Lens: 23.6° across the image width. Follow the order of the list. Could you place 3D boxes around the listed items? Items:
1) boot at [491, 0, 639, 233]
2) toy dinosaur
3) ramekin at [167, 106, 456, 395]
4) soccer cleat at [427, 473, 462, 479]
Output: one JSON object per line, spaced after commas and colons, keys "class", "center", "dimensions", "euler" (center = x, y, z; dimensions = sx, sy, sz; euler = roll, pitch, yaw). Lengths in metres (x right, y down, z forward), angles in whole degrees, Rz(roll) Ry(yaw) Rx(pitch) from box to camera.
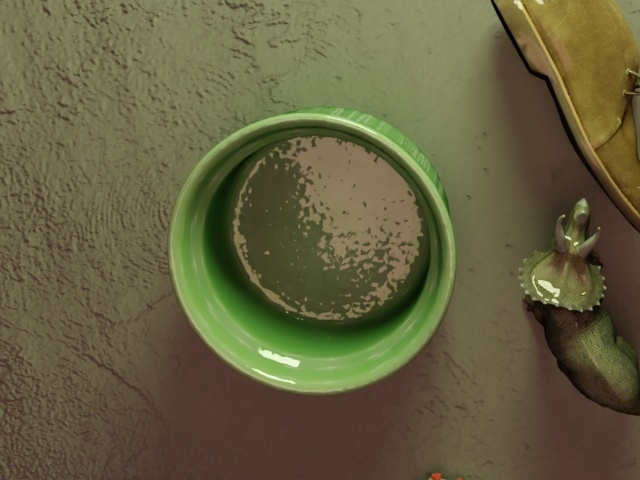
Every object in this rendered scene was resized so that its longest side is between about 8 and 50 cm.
{"class": "boot", "center": [0.297, -0.144, 1.583], "dimensions": [0.115, 0.112, 0.305], "euler": [-29, 97, 5]}
{"class": "toy dinosaur", "center": [0.284, 0.109, 1.621], "dimensions": [0.121, 0.160, 0.313], "euler": [-20, 100, 14]}
{"class": "ramekin", "center": [0.000, 0.000, 1.644], "dimensions": [0.303, 0.148, 0.303], "euler": [3, 106, 9]}
{"class": "soccer cleat", "center": [0.201, 0.322, 1.749], "dimensions": [0.196, 0.068, 0.076], "euler": [13, 122, 7]}
